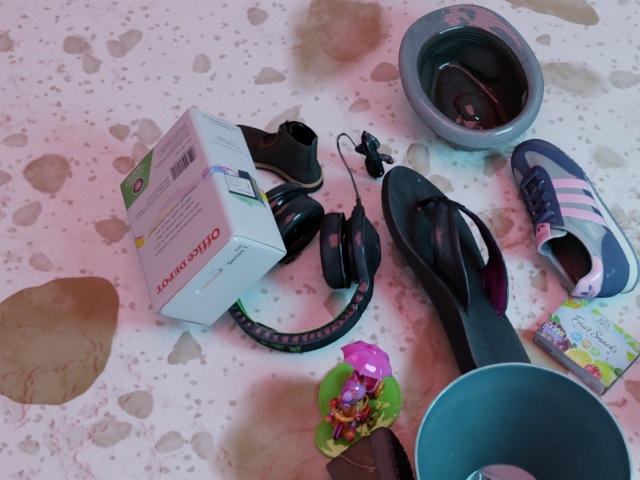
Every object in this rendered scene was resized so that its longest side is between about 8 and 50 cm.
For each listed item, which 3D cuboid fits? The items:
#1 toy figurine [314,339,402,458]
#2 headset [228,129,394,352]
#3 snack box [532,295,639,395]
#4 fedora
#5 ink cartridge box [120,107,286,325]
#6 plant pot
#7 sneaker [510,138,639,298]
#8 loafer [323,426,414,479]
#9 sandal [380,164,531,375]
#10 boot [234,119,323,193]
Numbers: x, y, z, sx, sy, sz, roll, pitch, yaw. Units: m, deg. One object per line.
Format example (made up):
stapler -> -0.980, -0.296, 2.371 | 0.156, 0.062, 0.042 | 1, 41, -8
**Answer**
toy figurine -> 0.050, 0.220, 1.737 | 0.130, 0.159, 0.173 | 26, 62, 15
headset -> 0.000, 0.000, 1.914 | 0.243, 0.185, 0.394 | 22, 76, 18
snack box -> 0.422, 0.162, 1.847 | 0.141, 0.037, 0.100 | 39, 64, 22
fedora -> 0.259, -0.265, 2.061 | 0.244, 0.124, 0.275 | -26, 70, -13
ink cartridge box -> -0.190, -0.035, 1.846 | 0.117, 0.201, 0.278 | 20, 37, -42
plant pot -> 0.268, 0.344, 1.640 | 0.290, 0.195, 0.290 | 0, 58, -1
sneaker -> 0.386, -0.041, 1.912 | 0.131, 0.112, 0.319 | -11, 54, -34
loafer -> 0.082, 0.443, 1.634 | 0.130, 0.134, 0.366 | -21, 47, 14
sandal -> 0.238, 0.053, 1.841 | 0.167, 0.107, 0.446 | 0, 56, -43
boot -> -0.079, -0.177, 1.997 | 0.198, 0.137, 0.077 | 26, 62, 16
